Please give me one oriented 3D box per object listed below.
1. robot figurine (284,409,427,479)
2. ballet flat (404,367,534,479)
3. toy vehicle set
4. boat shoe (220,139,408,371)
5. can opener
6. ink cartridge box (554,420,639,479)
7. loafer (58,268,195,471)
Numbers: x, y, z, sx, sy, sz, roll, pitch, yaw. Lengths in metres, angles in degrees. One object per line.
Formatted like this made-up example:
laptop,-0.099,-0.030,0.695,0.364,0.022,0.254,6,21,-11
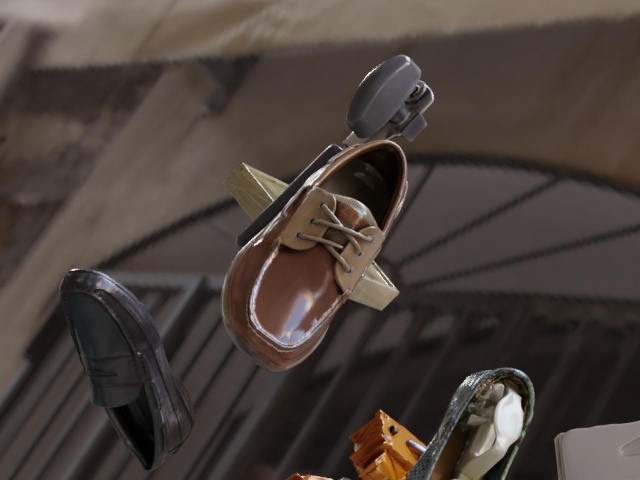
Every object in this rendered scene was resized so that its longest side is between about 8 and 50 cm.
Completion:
robot figurine,0.097,0.290,1.594,0.211,0.085,0.291,-37,-65,23
ballet flat,0.099,0.162,1.205,0.070,0.188,0.070,17,-32,11
toy vehicle set,-0.008,-0.002,2.194,0.166,0.035,0.267,51,11,23
boat shoe,0.000,0.000,1.765,0.123,0.324,0.116,35,-48,-7
can opener,0.009,-0.089,1.938,0.095,0.283,0.076,48,-5,-33
ink cartridge box,0.294,0.216,1.502,0.154,0.093,0.212,-10,-21,13
loafer,-0.183,0.121,1.627,0.076,0.078,0.223,-1,-49,30
